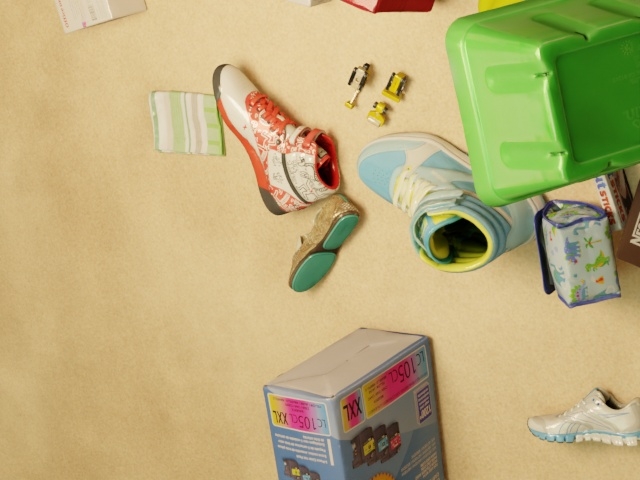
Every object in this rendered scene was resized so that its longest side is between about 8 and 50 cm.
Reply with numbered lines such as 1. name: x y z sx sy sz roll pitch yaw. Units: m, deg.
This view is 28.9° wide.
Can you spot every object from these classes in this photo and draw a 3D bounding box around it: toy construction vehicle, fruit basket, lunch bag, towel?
1. toy construction vehicle: 0.086 -0.232 1.928 0.086 0.035 0.098 28 126 11
2. fruit basket: 0.329 -0.222 1.601 0.392 0.392 0.283 -4 105 36
3. lunch bag: 0.359 0.014 1.770 0.096 0.151 0.129 -11 103 0
4. towel: -0.235 -0.204 2.170 0.152 0.023 0.113 7 113 33

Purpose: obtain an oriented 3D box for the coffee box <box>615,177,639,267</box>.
1. coffee box: 0.538 -0.001 1.653 0.246 0.098 0.141 24 121 26

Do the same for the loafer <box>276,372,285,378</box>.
1. loafer: -0.017 0.276 2.190 0.148 0.056 0.050 20 113 28

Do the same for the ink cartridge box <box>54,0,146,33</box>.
1. ink cartridge box: -0.391 -0.420 2.149 0.143 0.090 0.092 -6 104 38

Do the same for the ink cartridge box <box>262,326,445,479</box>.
1. ink cartridge box: 0.070 0.374 2.030 0.151 0.270 0.395 8 113 39

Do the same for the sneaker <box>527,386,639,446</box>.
1. sneaker: 0.406 0.263 1.884 0.190 0.071 0.083 -4 100 28

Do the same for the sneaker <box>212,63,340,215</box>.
1. sneaker: -0.063 -0.181 2.017 0.145 0.090 0.270 -17 101 37

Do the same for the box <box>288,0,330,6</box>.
1. box: -0.129 -0.441 1.971 0.324 0.067 0.063 22 120 28

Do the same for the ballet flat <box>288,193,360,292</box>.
1. ballet flat: 0.000 0.000 2.070 0.206 0.073 0.067 -53 48 34

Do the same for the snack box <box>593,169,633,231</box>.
1. snack box: 0.398 -0.106 1.732 0.022 0.064 0.178 -13 101 40

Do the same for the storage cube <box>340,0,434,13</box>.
1. storage cube: 0.070 -0.437 1.734 0.215 0.183 0.193 27 113 24

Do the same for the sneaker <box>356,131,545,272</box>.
1. sneaker: 0.154 -0.059 1.833 0.319 0.208 0.127 21 121 28
